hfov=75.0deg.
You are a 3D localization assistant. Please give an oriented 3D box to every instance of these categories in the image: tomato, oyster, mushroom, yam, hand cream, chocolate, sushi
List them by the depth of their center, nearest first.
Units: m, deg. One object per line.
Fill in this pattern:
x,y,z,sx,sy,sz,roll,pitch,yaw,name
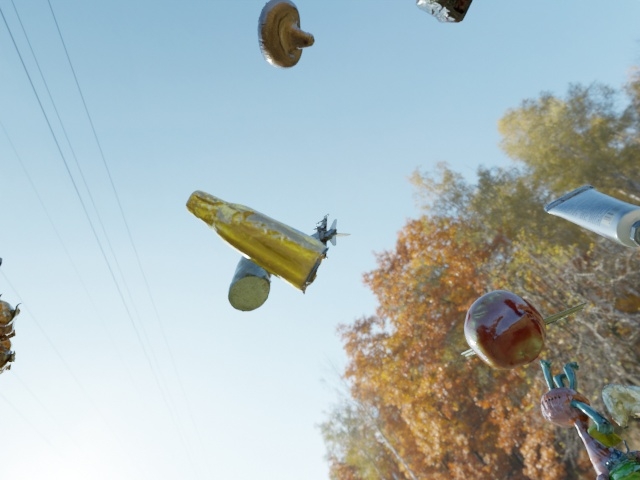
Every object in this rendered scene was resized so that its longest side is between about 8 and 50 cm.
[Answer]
0.206,0.101,0.462,0.087,0.075,0.087,-1,-81,-10,tomato
0.514,0.242,0.637,0.199,0.061,0.106,23,-52,-40,oyster
0.442,-0.047,0.657,0.088,0.256,0.055,-33,-79,15,hand cream
-0.074,-0.394,0.801,0.109,0.085,0.126,-19,-50,-21,mushroom
0.323,-0.641,0.981,0.136,0.126,0.225,-61,-5,-75,sushi
-0.193,-0.020,1.224,0.162,0.445,0.162,-59,-5,-9,chocolate
-0.221,0.101,1.419,0.133,0.330,0.133,0,-63,1,yam

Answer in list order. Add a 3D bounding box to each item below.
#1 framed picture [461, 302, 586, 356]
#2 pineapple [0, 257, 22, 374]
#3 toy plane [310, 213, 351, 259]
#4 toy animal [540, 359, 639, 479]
0.418,0.198,0.886,0.197,0.014,0.252,-21,-21,-3,framed picture
-0.444,0.050,0.464,0.164,0.140,0.250,-45,-80,-4,pineapple
-0.008,-0.005,1.413,0.082,0.160,0.234,18,-25,-42,toy plane
0.412,0.276,0.646,0.100,0.208,0.103,-11,-54,5,toy animal
